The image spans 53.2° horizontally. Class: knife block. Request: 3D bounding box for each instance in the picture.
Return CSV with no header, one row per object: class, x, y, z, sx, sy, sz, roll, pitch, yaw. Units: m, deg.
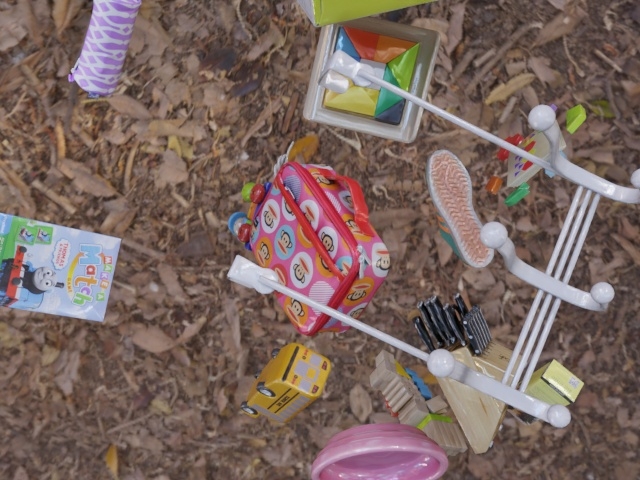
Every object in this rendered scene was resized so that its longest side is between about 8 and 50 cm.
knife block,0.275,0.256,1.292,0.242,0.088,0.276,24,117,26

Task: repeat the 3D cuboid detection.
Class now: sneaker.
sneaker,0.325,-0.073,1.580,0.108,0.121,0.302,-21,93,-9

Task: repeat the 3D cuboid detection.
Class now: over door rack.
over door rack,0.099,-0.012,0.554,0.324,0.108,0.240,24,80,8

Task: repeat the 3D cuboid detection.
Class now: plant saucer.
plant saucer,0.140,0.531,1.556,0.331,0.084,0.332,-3,141,-3

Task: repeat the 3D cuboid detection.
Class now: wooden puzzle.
wooden puzzle,0.096,-0.322,1.253,0.238,0.044,0.221,15,100,11

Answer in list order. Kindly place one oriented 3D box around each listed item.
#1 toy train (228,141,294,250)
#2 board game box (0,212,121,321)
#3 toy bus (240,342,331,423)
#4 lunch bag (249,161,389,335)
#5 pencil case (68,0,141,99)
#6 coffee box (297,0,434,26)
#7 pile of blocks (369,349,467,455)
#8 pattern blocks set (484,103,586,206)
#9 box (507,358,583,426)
toy train,-0.125,-0.104,1.411,0.105,0.143,0.248,15,94,-34
board game box,-0.484,0.051,1.152,0.211,0.039,0.160,14,83,-29
toy bus,-0.094,0.358,1.560,0.130,0.108,0.333,27,146,-5
lunch bag,0.000,0.000,1.166,0.120,0.293,0.258,2,132,-40
pencil case,-0.392,-0.365,1.159,0.088,0.086,0.206,15,125,-24
coffee box,0.089,-0.597,1.045,0.337,0.334,0.338,-15,130,-7
pile of blocks,0.272,0.493,1.877,0.148,0.362,0.113,-1,135,-48
pattern blocks set,0.496,-0.204,1.482,0.026,0.325,0.285,38,136,-11
box,0.508,0.359,1.483,0.087,0.058,0.232,39,151,13
